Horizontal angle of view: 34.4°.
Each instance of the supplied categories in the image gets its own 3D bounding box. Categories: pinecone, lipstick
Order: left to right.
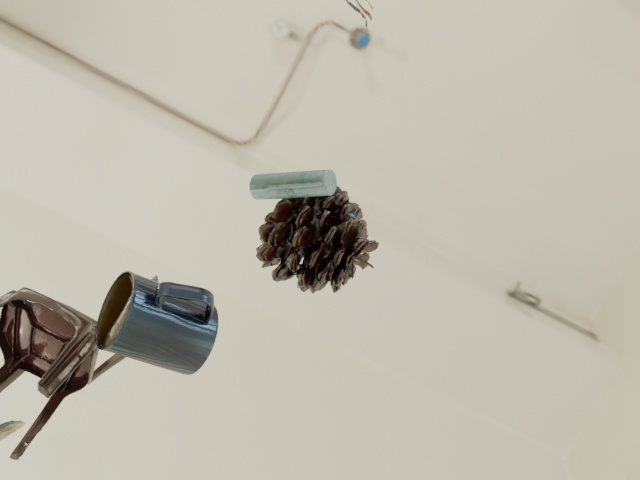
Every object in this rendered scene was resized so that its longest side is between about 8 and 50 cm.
[{"bbox_3d":[-0.048,-0.098,1.827,0.157,0.048,0.048,-2,54,31],"label":"lipstick"},{"bbox_3d":[0.000,0.000,1.944,0.221,0.221,0.221,-57,15,24],"label":"pinecone"}]

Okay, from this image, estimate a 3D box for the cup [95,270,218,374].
[{"bbox_3d":[-0.216,0.117,1.426,0.150,0.138,0.114,-8,63,59],"label":"cup"}]

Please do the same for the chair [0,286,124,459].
[{"bbox_3d":[-0.397,0.151,1.548,0.326,0.175,0.183,-55,-10,-54],"label":"chair"}]

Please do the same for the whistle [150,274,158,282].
[{"bbox_3d":[-0.388,0.117,2.360,0.033,0.029,0.083,-83,17,-88],"label":"whistle"}]

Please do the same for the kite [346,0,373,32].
[{"bbox_3d":[0.009,-0.438,1.648,0.015,0.245,0.141,-34,-15,-8],"label":"kite"}]

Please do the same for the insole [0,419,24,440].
[{"bbox_3d":[-0.486,0.290,1.299,0.247,0.011,0.081,-30,-11,-3],"label":"insole"}]
